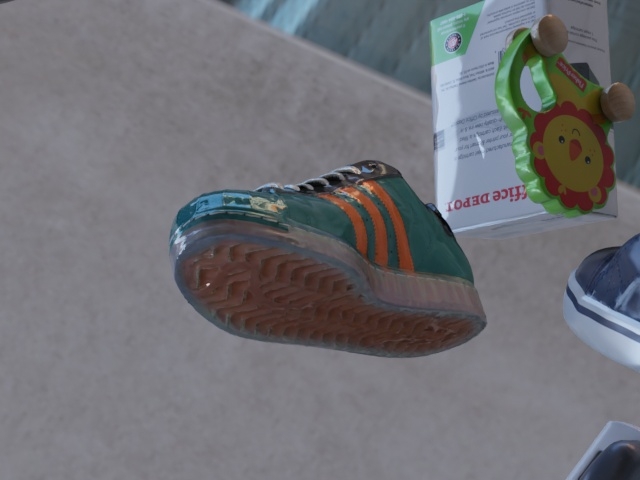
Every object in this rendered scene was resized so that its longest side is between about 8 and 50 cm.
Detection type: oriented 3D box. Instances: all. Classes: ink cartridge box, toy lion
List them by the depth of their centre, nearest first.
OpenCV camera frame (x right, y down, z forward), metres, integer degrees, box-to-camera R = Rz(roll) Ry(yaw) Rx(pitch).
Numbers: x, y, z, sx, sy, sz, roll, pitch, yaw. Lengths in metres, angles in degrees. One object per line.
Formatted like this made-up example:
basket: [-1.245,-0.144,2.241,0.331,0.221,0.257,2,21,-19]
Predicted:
toy lion: [0.138,-0.067,0.862,0.100,0.034,0.096,41,-120,-21]
ink cartridge box: [0.251,-0.155,1.848,0.121,0.211,0.289,7,-102,-39]

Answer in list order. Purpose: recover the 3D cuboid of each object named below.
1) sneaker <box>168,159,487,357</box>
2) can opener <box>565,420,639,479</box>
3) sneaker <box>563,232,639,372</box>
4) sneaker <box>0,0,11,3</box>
sneaker: [0.000,0.000,1.010,0.108,0.121,0.302,-29,-28,28]
can opener: [0.154,0.249,1.065,0.095,0.076,0.283,10,-61,-48]
sneaker: [0.247,0.027,0.744,0.126,0.321,0.127,-2,-76,-29]
sneaker: [-0.247,-0.217,0.664,0.116,0.314,0.136,-53,-5,-11]
